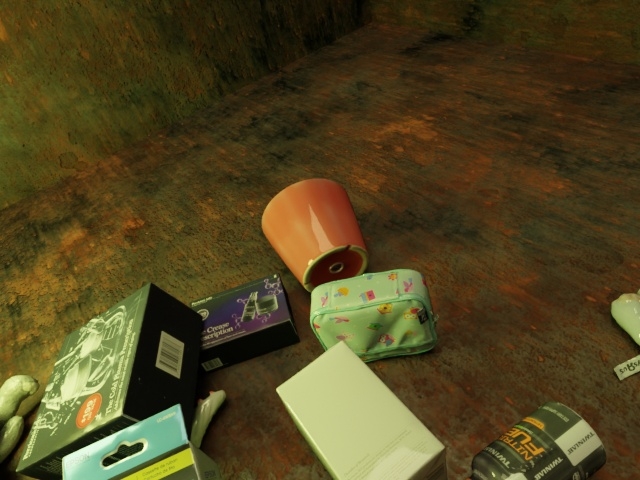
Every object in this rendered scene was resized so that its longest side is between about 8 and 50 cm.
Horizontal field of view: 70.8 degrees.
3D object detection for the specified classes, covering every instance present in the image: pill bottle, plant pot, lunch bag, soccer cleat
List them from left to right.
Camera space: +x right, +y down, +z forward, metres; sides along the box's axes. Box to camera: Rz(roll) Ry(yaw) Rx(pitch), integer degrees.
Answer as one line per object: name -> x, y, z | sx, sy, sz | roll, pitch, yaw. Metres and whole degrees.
soccer cleat -> -0.284, 0.429, 1.029 | 0.076, 0.068, 0.196 | 38, 60, 20
plant pot -> 0.000, 0.000, 1.271 | 0.275, 0.274, 0.243 | -23, 50, -7
lunch bag -> 0.130, 0.186, 1.042 | 0.280, 0.223, 0.107 | -11, 37, 14
pill bottle -> 0.361, 0.404, 0.793 | 0.246, 0.130, 0.130 | -29, 43, -14

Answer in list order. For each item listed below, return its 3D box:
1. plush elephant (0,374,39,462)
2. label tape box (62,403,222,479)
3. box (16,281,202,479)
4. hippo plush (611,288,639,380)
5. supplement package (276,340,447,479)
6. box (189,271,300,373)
plush elephant -> -0.803, 0.476, 0.996 | 0.256, 0.272, 0.329 | 9, 75, 44
label tape box -> -0.291, 0.508, 0.793 | 0.249, 0.115, 0.347 | -25, 64, -1
box -> -0.456, 0.328, 1.027 | 0.313, 0.179, 0.343 | -32, 38, 17
hippo plush -> 0.717, 0.134, 0.893 | 0.295, 0.236, 0.234 | -28, 43, -13
supplement package -> 0.077, 0.378, 0.876 | 0.175, 0.177, 0.293 | -33, 45, -18
box -> -0.207, 0.216, 1.205 | 0.262, 0.103, 0.184 | -19, 39, -3
